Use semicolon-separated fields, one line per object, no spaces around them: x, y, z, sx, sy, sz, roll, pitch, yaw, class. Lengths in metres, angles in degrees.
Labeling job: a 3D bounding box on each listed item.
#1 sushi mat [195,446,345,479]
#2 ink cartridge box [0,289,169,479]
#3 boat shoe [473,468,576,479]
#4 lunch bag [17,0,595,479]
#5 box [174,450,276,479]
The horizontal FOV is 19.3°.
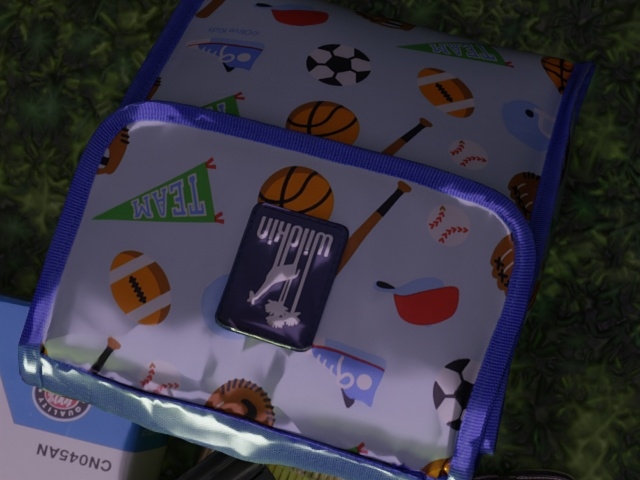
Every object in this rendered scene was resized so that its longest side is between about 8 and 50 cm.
-0.025;0.189;1.531;0.151;0.019;0.317;21;88;5;sushi mat
-0.292;0.232;1.477;0.285;0.166;0.395;13;88;5;ink cartridge box
0.133;0.215;1.499;0.152;0.049;0.056;-11;85;4;boat shoe
0.000;0.000;1.345;0.327;0.239;0.385;16;44;8;lunch bag
-0.077;0.401;1.383;0.318;0.097;0.395;-36;104;-19;box
